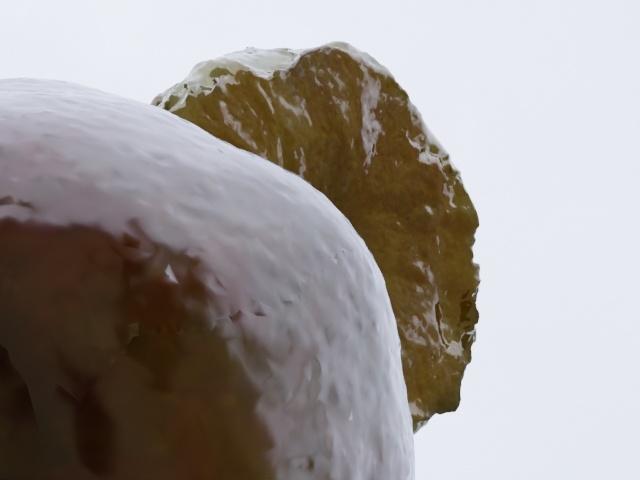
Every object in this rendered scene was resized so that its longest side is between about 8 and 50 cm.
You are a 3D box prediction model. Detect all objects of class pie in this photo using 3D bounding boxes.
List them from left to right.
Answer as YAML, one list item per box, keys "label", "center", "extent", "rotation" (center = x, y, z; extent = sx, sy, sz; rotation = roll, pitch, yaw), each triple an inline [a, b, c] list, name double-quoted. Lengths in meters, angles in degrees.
- label: "pie"
  center: [0.000, 0.000, 0.902]
  extent: [0.339, 0.339, 0.083]
  rotation: [40, -40, -22]

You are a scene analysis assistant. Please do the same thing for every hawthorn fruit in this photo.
- label: "hawthorn fruit"
  center: [-0.118, 0.079, 0.424]
  extent: [0.267, 0.301, 0.268]
  rotation: [2, -86, 26]
